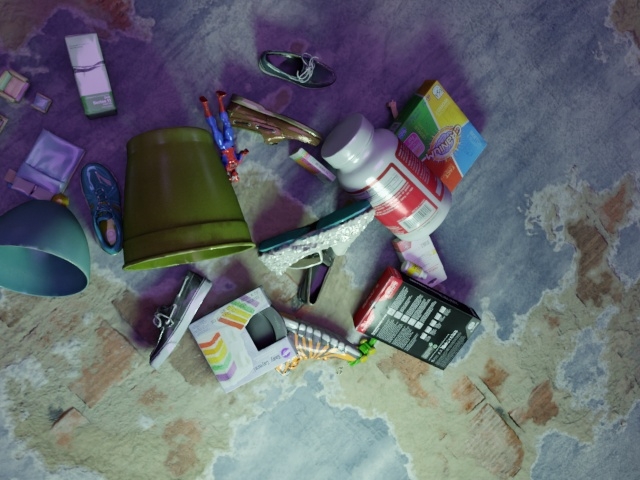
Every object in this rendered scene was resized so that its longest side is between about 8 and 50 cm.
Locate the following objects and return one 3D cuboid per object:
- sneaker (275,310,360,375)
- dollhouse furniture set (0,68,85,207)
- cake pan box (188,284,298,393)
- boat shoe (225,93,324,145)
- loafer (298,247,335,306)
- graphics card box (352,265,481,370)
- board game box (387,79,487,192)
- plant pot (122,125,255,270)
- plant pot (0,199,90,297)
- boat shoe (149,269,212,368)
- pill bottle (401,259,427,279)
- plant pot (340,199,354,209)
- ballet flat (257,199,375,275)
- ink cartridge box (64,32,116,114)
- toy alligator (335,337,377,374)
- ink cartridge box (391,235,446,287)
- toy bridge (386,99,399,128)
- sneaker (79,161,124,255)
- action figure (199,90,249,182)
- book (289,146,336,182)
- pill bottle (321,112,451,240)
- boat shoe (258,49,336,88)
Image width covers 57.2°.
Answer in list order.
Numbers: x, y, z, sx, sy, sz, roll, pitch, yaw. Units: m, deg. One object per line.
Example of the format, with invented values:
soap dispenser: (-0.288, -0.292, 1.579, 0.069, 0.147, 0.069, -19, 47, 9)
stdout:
sneaker: (-0.043, 0.364, 1.902, 0.321, 0.124, 0.180, 23, 92, -6)
dollhouse furniture set: (-0.772, -0.264, 1.581, 0.304, 0.198, 0.286, 31, 86, -17)
cake pan box: (-0.231, 0.300, 1.803, 0.267, 0.070, 0.245, -27, 92, 3)
boat shoe: (-0.146, -0.345, 1.810, 0.308, 0.110, 0.104, 22, 97, -5)
loafer: (0.000, 0.087, 1.895, 0.096, 0.084, 0.267, 15, 91, -16)
graphics card box: (0.322, 0.264, 1.967, 0.371, 0.094, 0.232, 26, 107, -15)
board game box: (0.385, -0.333, 1.942, 0.316, 0.064, 0.242, 40, 83, -30)
plant pot: (-0.396, -0.121, 1.652, 0.367, 0.366, 0.352, -10, 85, -15)
plant pot: (-0.762, 0.005, 1.592, 0.291, 0.290, 0.195, 11, 58, -17)
boat shoe: (-0.446, 0.233, 1.766, 0.105, 0.113, 0.306, 31, 83, -10)
pill bottle: (0.311, 0.100, 1.940, 0.083, 0.043, 0.043, 27, 87, -14)
plant pot: (0.097, -0.072, 1.915, 0.083, 0.081, 0.081, -43, 105, 2)
ballet flat: (0.000, 0.000, 1.809, 0.409, 0.147, 0.146, -21, 102, 20)
ink cartridge box: (-0.633, -0.452, 1.628, 0.087, 0.153, 0.208, -15, 100, -15)
toy alligator: (0.129, 0.393, 1.981, 0.190, 0.056, 0.051, -41, 145, -9)
ink cartridge box: (0.337, 0.066, 2.001, 0.115, 0.067, 0.198, -28, 101, -10)
toy bridge: (0.248, -0.370, 1.939, 0.026, 0.063, 0.188, -10, 98, -15)
sneaker: (-0.618, -0.092, 1.687, 0.107, 0.110, 0.275, -16, 98, -15)
action figure: (-0.269, -0.282, 1.726, 0.092, 0.139, 0.280, -25, 129, -19)
book: (-0.024, -0.236, 1.854, 0.144, 0.096, 0.035, 39, 83, -16)
pill bottle: (0.201, -0.197, 1.823, 0.408, 0.229, 0.229, 40, 83, -26)
boat shoe: (-0.064, -0.537, 1.824, 0.255, 0.079, 0.095, 15, 90, -17)
